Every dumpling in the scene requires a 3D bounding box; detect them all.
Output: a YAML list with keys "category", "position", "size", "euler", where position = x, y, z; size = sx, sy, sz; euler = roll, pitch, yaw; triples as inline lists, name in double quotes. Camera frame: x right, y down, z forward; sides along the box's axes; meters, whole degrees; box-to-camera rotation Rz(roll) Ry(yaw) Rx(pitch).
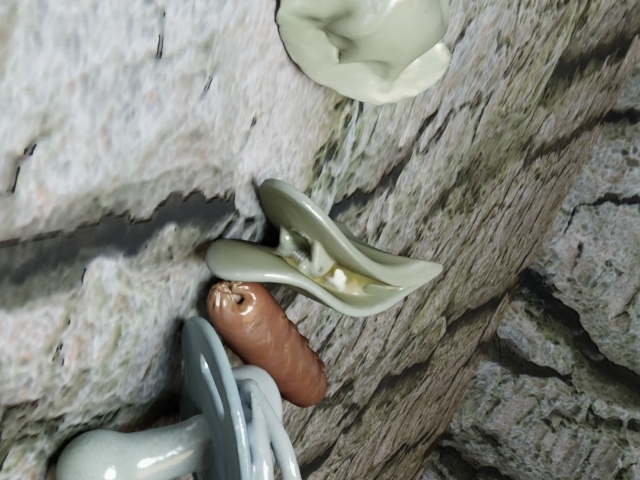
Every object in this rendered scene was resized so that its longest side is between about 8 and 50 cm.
- category: "dumpling"
  position: [0.039, -0.224, 0.658]
  size: [0.167, 0.126, 0.216]
  euler: [-28, 162, 1]

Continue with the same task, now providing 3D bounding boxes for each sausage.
- category: "sausage"
  position: [-0.054, 0.151, 0.937]
  size: [0.088, 0.088, 0.433]
  euler: [-51, 154, -12]

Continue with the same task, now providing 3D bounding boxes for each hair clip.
- category: "hair clip"
  position: [-0.004, 0.018, 0.800]
  size: [0.282, 0.173, 0.113]
  euler: [25, 90, -55]

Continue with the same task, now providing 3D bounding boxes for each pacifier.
- category: "pacifier"
  position: [-0.155, 0.234, 0.748]
  size: [0.233, 0.244, 0.299]
  euler: [-8, 131, -19]
